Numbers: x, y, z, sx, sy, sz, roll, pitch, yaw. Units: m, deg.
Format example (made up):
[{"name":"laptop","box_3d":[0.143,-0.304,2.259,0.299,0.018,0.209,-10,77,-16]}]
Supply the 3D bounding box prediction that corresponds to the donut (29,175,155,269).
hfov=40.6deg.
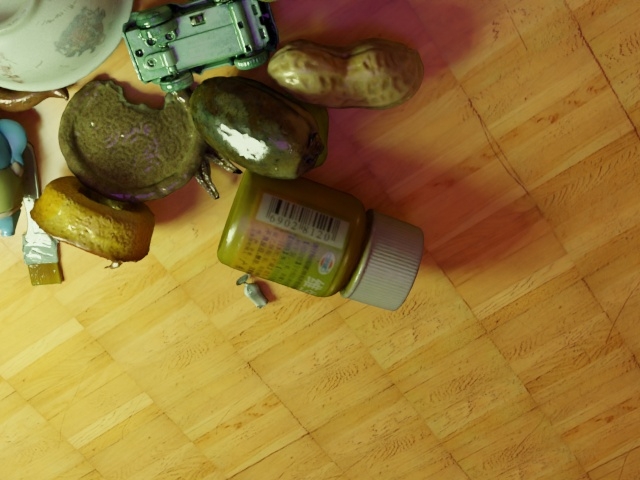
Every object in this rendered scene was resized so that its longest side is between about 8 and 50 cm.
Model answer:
[{"name":"donut","box_3d":[-0.454,-0.041,1.743,0.253,0.253,0.118,20,105,-9]}]

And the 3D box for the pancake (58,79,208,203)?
[{"name":"pancake","box_3d":[-0.369,-0.211,1.719,0.288,0.033,0.286,44,87,2]}]

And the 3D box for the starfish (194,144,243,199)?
[{"name":"starfish","box_3d":[-0.262,-0.188,1.773,0.238,0.057,0.213,34,107,5]}]

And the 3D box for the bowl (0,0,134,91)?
[{"name":"bowl","box_3d":[-0.563,-0.468,1.537,0.435,0.196,0.434,0,108,1]}]

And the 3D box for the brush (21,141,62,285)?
[{"name":"brush","box_3d":[-0.612,-0.053,1.851,0.085,0.020,0.336,-2,115,1]}]

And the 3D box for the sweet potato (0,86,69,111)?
[{"name":"sweet potato","box_3d":[-0.601,-0.287,1.724,0.202,0.055,0.058,-8,158,0]}]

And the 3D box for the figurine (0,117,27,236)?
[{"name":"figurine","box_3d":[-0.686,-0.139,1.737,0.180,0.154,0.262,7,103,24]}]

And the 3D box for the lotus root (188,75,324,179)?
[{"name":"lotus root","box_3d":[-0.131,-0.215,1.640,0.275,0.152,0.160,31,123,20]}]

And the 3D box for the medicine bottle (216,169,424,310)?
[{"name":"medicine bottle","box_3d":[0.000,0.000,1.767,0.384,0.224,0.224,18,114,-9]}]

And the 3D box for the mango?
[{"name":"mango","box_3d":[-0.042,-0.221,1.735,0.117,0.089,0.163,3,115,2]}]

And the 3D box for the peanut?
[{"name":"peanut","box_3d":[0.050,-0.320,1.647,0.306,0.147,0.147,-3,116,-10]}]

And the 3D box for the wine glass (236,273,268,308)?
[{"name":"wine glass","box_3d":[-0.148,0.114,1.921,0.042,0.039,0.083,-26,115,24]}]

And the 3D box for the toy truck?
[{"name":"toy truck","box_3d":[-0.222,-0.387,1.619,0.279,0.156,0.155,-15,115,6]}]
